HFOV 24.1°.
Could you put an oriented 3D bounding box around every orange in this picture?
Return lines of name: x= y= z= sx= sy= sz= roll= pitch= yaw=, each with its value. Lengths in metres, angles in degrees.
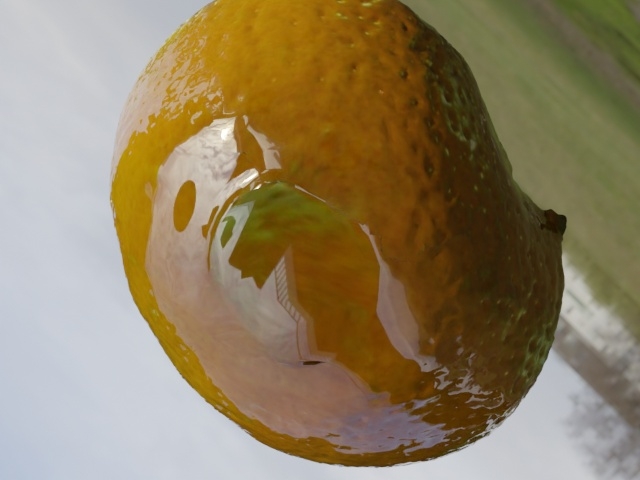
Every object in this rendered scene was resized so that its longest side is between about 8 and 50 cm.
orange: x=-0.005 y=0.002 z=0.965 sx=0.196 sy=0.263 sz=0.334 roll=-44 pitch=-64 yaw=-54
